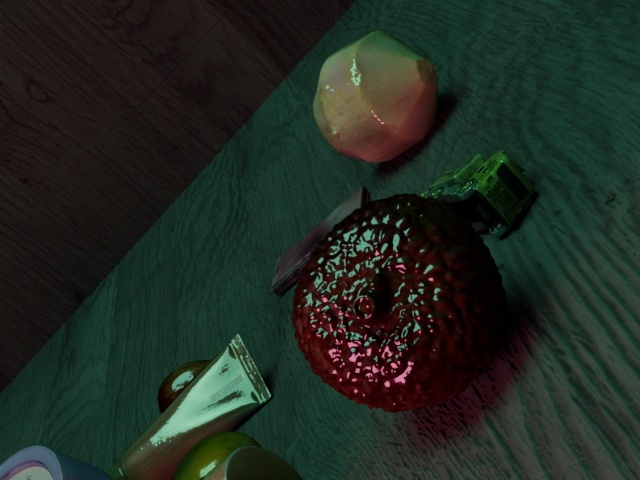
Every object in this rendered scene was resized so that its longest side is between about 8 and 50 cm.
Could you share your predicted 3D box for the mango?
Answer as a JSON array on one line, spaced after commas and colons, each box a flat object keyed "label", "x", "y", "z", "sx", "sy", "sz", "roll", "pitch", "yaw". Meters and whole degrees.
[{"label": "mango", "x": -0.143, "y": 0.340, "z": 1.745, "sx": 0.156, "sy": 0.114, "sz": 0.251, "roll": -62, "pitch": 6, "yaw": -9}]

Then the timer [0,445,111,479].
[{"label": "timer", "x": -0.476, "y": 0.496, "z": 1.978, "sx": 0.395, "sy": 0.173, "sz": 0.395, "roll": -35, "pitch": 39, "yaw": 35}]

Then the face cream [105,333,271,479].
[{"label": "face cream", "x": -0.222, "y": 0.312, "z": 2.040, "sx": 0.341, "sy": 0.084, "sz": 0.137, "roll": -44, "pitch": 51, "yaw": 15}]

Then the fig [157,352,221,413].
[{"label": "fig", "x": -0.210, "y": 0.247, "z": 2.127, "sx": 0.155, "sy": 0.103, "sz": 0.109, "roll": -55, "pitch": 38, "yaw": 12}]

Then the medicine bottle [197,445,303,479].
[{"label": "medicine bottle", "x": -0.162, "y": 0.403, "z": 1.562, "sx": 0.322, "sy": 0.151, "sz": 0.151, "roll": -41, "pitch": 18, "yaw": 27}]

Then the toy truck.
[{"label": "toy truck", "x": 0.222, "y": -0.068, "z": 1.743, "sx": 0.116, "sy": 0.085, "sz": 0.191, "roll": -49, "pitch": 13, "yaw": -18}]

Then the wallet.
[{"label": "wallet", "x": 0.000, "y": 0.000, "z": 2.270, "sx": 0.232, "sy": 0.025, "sz": 0.119, "roll": -41, "pitch": 18, "yaw": 24}]

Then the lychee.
[{"label": "lychee", "x": 0.096, "y": 0.077, "z": 1.476, "sx": 0.260, "sy": 0.260, "sz": 0.261, "roll": -44, "pitch": 17, "yaw": 17}]

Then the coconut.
[{"label": "coconut", "x": 0.104, "y": -0.260, "z": 2.254, "sx": 0.197, "sy": 0.237, "sz": 0.237, "roll": -14, "pitch": -17, "yaw": -49}]
